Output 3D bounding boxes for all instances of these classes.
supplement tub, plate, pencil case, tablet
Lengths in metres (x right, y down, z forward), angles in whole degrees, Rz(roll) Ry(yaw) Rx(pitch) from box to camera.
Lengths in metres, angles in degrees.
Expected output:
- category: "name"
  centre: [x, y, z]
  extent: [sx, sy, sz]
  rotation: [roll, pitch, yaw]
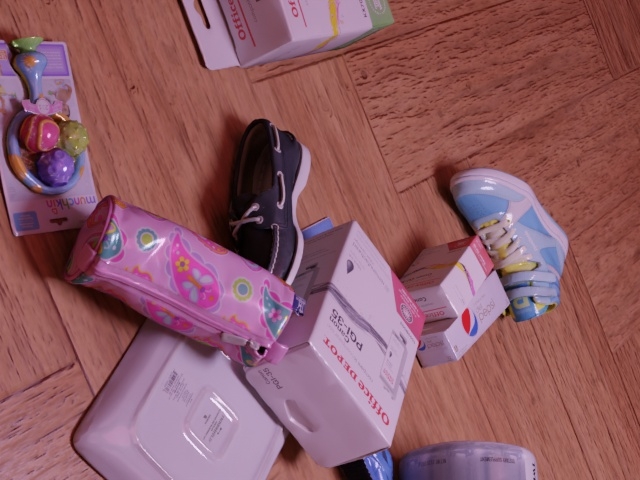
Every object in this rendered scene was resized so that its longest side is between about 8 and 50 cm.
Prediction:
- category: "supplement tub"
  centre: [0.218, 0.472, 1.688]
  extent: [0.207, 0.207, 0.338]
  rotation: [22, 59, -44]
- category: "plate"
  centre: [-0.148, 0.234, 1.478]
  extent: [0.278, 0.045, 0.277]
  rotation: [50, 44, -23]
- category: "pencil case"
  centre: [-0.165, 0.054, 1.426]
  extent: [0.284, 0.124, 0.124]
  rotation: [30, 53, -23]
- category: "tablet"
  centre: [0.000, 0.000, 1.776]
  extent: [0.083, 0.006, 0.054]
  rotation: [-28, 97, -52]

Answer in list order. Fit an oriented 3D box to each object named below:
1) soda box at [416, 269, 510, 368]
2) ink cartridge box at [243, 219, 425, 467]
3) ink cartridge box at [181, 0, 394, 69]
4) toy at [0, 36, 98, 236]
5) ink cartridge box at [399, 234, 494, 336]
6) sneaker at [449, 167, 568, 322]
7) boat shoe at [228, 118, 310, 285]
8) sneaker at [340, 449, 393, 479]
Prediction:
- category: "soda box"
  centre: [0.231, 0.128, 1.944]
  extent: [0.216, 0.074, 0.069]
  rotation: [-38, 105, -50]
- category: "ink cartridge box"
  centre: [0.028, 0.142, 1.631]
  extent: [0.207, 0.117, 0.283]
  rotation: [53, 32, -22]
- category: "ink cartridge box"
  centre: [-0.054, -0.386, 1.774]
  extent: [0.353, 0.119, 0.207]
  rotation: [-23, 94, -51]
- category: "toy"
  centre: [-0.325, -0.132, 1.405]
  extent: [0.137, 0.056, 0.237]
  rotation: [-10, 83, -50]
- category: "ink cartridge box"
  centre: [0.184, 0.077, 1.875]
  extent: [0.067, 0.115, 0.198]
  rotation: [60, 40, -16]
- category: "sneaker"
  centre: [0.336, 0.022, 2.071]
  extent: [0.319, 0.127, 0.208]
  rotation: [36, 49, -35]
- category: "boat shoe"
  centre: [-0.085, -0.038, 1.616]
  extent: [0.091, 0.114, 0.302]
  rotation: [39, 37, -35]
- category: "sneaker"
  centre: [0.085, 0.350, 1.685]
  extent: [0.082, 0.069, 0.209]
  rotation: [-21, 91, -47]
